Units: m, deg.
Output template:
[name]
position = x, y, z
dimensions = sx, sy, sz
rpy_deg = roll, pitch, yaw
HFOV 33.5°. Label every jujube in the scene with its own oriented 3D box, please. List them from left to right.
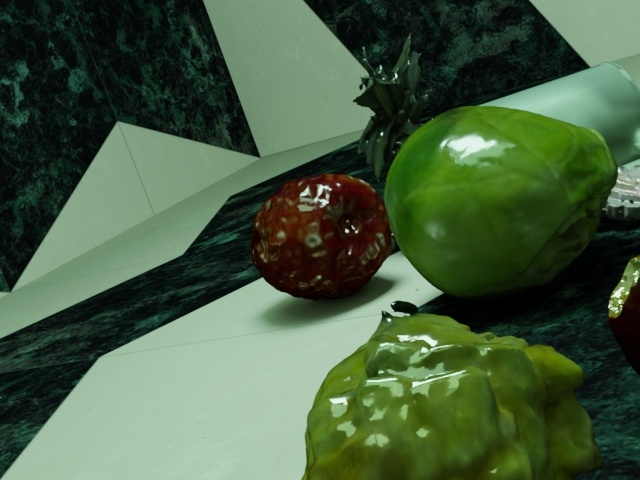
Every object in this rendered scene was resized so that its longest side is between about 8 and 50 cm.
[jujube]
position = 0.000, 0.000, 1.732
dimensions = 0.213, 0.213, 0.232
rpy_deg = -25, 3, -25

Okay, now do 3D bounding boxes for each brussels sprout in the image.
[brussels sprout]
position = 0.246, -0.049, 1.462
dimensions = 0.344, 0.268, 0.344
rpy_deg = 2, 7, 0

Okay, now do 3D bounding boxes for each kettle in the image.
[kettle]
position = 0.407, -0.171, 1.855
dimensions = 0.318, 0.205, 0.265
rpy_deg = -20, 8, -12

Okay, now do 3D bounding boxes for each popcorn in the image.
[popcorn]
position = 0.088, 0.162, 0.821
dimensions = 0.252, 0.215, 0.286
rpy_deg = -25, 7, 5

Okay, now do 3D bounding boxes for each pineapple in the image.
[pineapple]
position = 0.145, -0.163, 1.839
dimensions = 0.165, 0.364, 0.165
rpy_deg = -20, 17, 6

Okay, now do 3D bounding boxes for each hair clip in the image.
[hair clip]
position = 0.432, -0.103, 1.655
dimensions = 0.173, 0.069, 0.300
rpy_deg = -28, 44, -32

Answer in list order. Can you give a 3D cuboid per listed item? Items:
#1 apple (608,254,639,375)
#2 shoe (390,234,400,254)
[apple]
position = 0.349, 0.071, 0.972
dimensions = 0.156, 0.147, 0.158
rpy_deg = -21, -7, 19
[shoe]
position = 0.084, 0.012, 1.911
dimensions = 0.179, 0.049, 0.071
rpy_deg = -27, 14, -31
